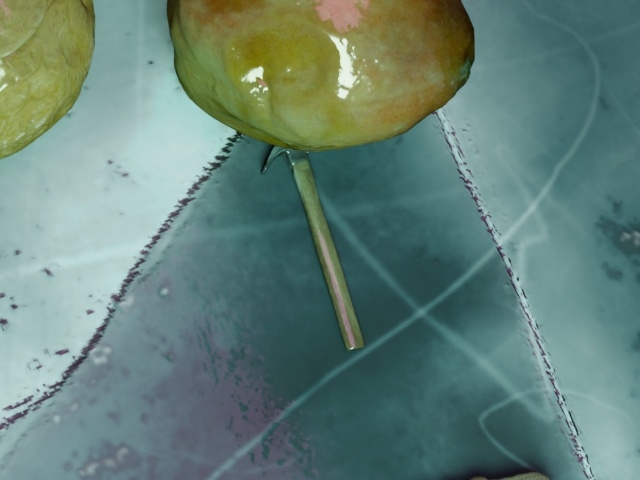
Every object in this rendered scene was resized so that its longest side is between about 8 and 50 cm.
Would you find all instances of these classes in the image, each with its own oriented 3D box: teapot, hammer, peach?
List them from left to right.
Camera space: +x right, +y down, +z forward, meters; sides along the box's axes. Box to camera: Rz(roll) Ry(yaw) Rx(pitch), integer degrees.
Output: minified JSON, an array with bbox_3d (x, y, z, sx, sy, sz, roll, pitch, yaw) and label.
[{"bbox_3d":[-0.274,-0.163,1.371,0.311,0.167,0.203,-29,82,-21],"label":"teapot"},{"bbox_3d":[0.000,0.000,1.473,0.062,0.017,0.182,-12,76,-18],"label":"hammer"},{"bbox_3d":[0.004,-0.160,1.418,0.235,0.214,0.214,28,64,24],"label":"peach"}]

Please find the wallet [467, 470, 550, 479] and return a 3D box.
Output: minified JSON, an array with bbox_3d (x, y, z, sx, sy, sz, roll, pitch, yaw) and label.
[{"bbox_3d":[0.117,0.239,1.413,0.152,0.039,0.118,-11,77,-17],"label":"wallet"}]
